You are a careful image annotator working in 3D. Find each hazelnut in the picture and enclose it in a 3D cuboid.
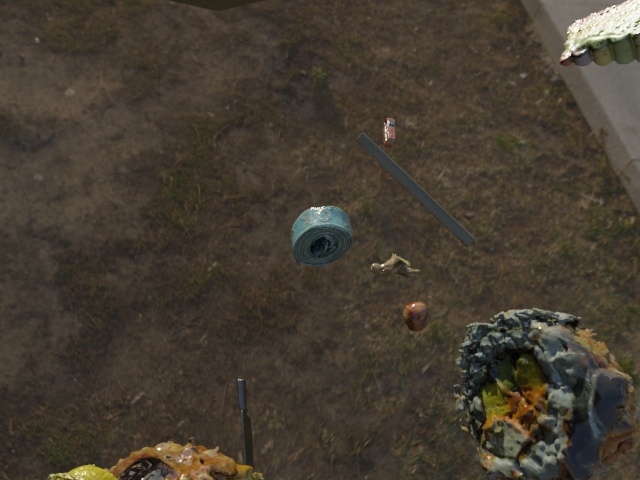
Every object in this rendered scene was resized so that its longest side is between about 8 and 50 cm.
[{"bbox_3d":[0.281,0.219,1.773,0.086,0.086,0.086,4,56,-7],"label":"hazelnut"}]

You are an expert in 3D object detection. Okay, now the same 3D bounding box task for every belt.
[{"bbox_3d":[0.002,-0.005,1.442,0.147,0.163,0.082,-4,56,2],"label":"belt"}]

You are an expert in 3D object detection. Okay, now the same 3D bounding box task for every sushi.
[{"bbox_3d":[0.469,0.344,1.336,0.176,0.417,0.417,11,49,-39],"label":"sushi"}]

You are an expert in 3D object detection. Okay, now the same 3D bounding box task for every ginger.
[{"bbox_3d":[0.148,0.047,1.194,0.097,0.030,0.048,5,55,12],"label":"ginger"}]

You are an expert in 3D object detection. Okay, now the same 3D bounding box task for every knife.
[{"bbox_3d":[-0.197,0.489,1.619,0.019,0.072,0.245,-13,58,7],"label":"knife"}]

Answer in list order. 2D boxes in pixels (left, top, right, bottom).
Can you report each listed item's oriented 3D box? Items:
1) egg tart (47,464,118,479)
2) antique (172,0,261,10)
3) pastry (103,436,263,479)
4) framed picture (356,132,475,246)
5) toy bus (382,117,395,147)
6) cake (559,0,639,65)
[{"bbox_3d":[-0.243,0.276,0.657,0.105,0.105,0.039,22,43,6],"label":"egg tart"},{"bbox_3d":[-0.112,-0.339,0.651,0.148,0.152,0.146,-4,11,-42],"label":"antique"},{"bbox_3d":[-0.230,0.451,0.777,0.337,0.292,0.405,-14,30,1],"label":"pastry"},{"bbox_3d":[0.131,-0.066,0.818,0.184,0.250,0.016,45,99,4],"label":"framed picture"},{"bbox_3d":[0.209,-0.327,1.845,0.031,0.043,0.110,10,47,-8],"label":"toy bus"},{"bbox_3d":[0.499,-0.322,0.954,0.090,0.225,0.109,43,60,-30],"label":"cake"}]
